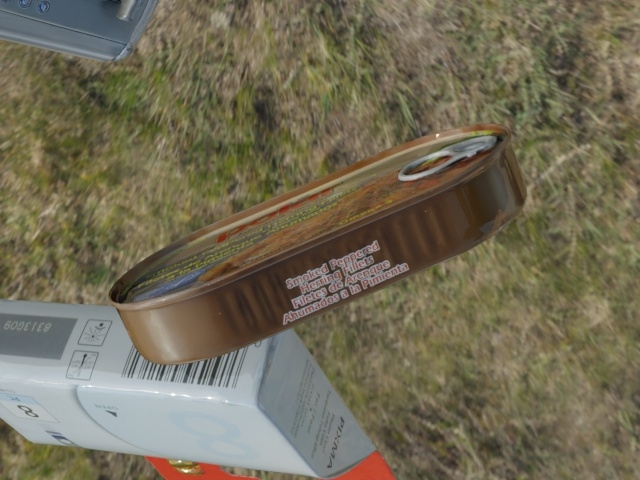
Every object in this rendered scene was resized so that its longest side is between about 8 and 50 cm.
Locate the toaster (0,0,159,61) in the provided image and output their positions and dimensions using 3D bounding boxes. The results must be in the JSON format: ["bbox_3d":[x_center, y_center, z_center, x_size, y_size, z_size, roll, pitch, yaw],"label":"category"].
[{"bbox_3d":[-0.202,-0.216,0.795,0.146,0.227,0.129,13,113,-41],"label":"toaster"}]

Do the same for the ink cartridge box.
[{"bbox_3d":[-0.114,0.195,1.074,0.308,0.091,0.385,1,144,25],"label":"ink cartridge box"}]

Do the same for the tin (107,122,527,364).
[{"bbox_3d":[0.000,0.000,0.501,0.190,0.106,0.040,-23,108,-1],"label":"tin"}]
